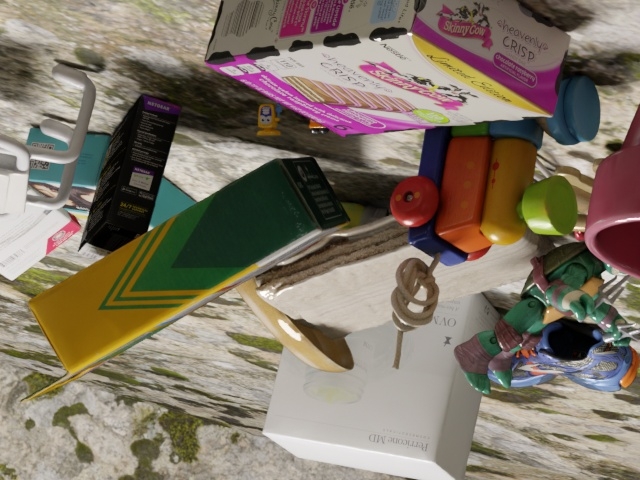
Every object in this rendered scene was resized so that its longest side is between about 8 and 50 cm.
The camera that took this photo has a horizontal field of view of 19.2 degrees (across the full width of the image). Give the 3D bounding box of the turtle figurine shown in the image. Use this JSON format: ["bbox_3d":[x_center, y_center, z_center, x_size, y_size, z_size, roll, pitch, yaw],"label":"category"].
[{"bbox_3d":[0.250,0.065,1.900,0.234,0.118,0.175,-36,149,22],"label":"turtle figurine"}]

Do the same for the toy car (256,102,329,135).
[{"bbox_3d":[-0.019,-0.113,1.674,0.122,0.040,0.060,2,-177,33],"label":"toy car"}]

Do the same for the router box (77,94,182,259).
[{"bbox_3d":[-0.190,-0.057,1.871,0.046,0.133,0.179,17,166,-13],"label":"router box"}]

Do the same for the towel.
[{"bbox_3d":[0.089,0.025,1.939,0.282,0.049,0.187,-18,157,19],"label":"towel"}]

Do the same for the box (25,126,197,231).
[{"bbox_3d":[-0.226,-0.051,2.085,0.101,0.060,0.244,7,165,25],"label":"box"}]

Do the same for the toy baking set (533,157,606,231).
[{"bbox_3d":[0.246,-0.044,1.736,0.256,0.030,0.197,4,160,34],"label":"toy baking set"}]

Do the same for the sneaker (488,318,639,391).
[{"bbox_3d":[0.277,0.129,2.318,0.221,0.083,0.087,-2,147,32],"label":"sneaker"}]

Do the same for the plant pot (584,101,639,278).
[{"bbox_3d":[0.291,-0.066,1.274,0.201,0.180,0.201,13,166,3],"label":"plant pot"}]

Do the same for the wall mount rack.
[{"bbox_3d":[-0.380,-0.122,1.836,0.304,0.130,0.350,12,166,-9],"label":"wall mount rack"}]

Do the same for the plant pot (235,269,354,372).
[{"bbox_3d":[-0.049,0.058,2.087,0.236,0.032,0.236,49,-172,-9],"label":"plant pot"}]

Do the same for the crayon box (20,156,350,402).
[{"bbox_3d":[-0.141,0.031,1.799,0.323,0.083,0.203,-30,178,8],"label":"crayon box"}]

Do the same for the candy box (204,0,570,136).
[{"bbox_3d":[0.048,-0.143,1.430,0.159,0.071,0.233,25,162,-38],"label":"candy box"}]

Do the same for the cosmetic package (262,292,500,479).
[{"bbox_3d":[0.076,0.161,2.294,0.224,0.224,0.138,7,165,22],"label":"cosmetic package"}]

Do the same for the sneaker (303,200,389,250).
[{"bbox_3d":[0.000,0.000,2.048,0.094,0.081,0.208,17,155,-12],"label":"sneaker"}]

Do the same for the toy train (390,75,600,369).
[{"bbox_3d":[0.138,-0.016,1.492,0.143,0.248,0.105,-4,158,38],"label":"toy train"}]

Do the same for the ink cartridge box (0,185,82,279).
[{"bbox_3d":[-0.361,-0.027,2.195,0.063,0.109,0.150,56,-177,25],"label":"ink cartridge box"}]
